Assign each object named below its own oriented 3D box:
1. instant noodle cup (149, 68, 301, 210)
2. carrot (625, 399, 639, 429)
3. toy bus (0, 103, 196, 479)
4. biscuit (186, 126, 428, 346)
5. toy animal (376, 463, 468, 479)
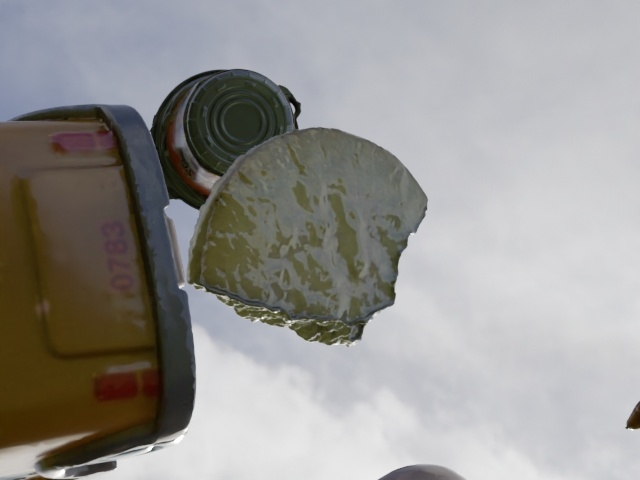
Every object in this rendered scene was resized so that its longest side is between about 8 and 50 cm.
[{"bbox_3d":[-0.101,-0.124,1.398,0.177,0.208,0.125,44,-15,-6],"label":"instant noodle cup"},{"bbox_3d":[0.304,0.081,0.911,0.037,0.037,0.190,41,-79,-6],"label":"carrot"},{"bbox_3d":[-0.144,0.036,0.451,0.209,0.136,0.126,-29,-111,54],"label":"toy bus"},{"bbox_3d":[0.000,0.000,0.998,0.040,0.265,0.188,-17,-82,50],"label":"biscuit"},{"bbox_3d":[-0.081,0.209,0.352,0.247,0.345,0.277,62,-26,7],"label":"toy animal"}]
